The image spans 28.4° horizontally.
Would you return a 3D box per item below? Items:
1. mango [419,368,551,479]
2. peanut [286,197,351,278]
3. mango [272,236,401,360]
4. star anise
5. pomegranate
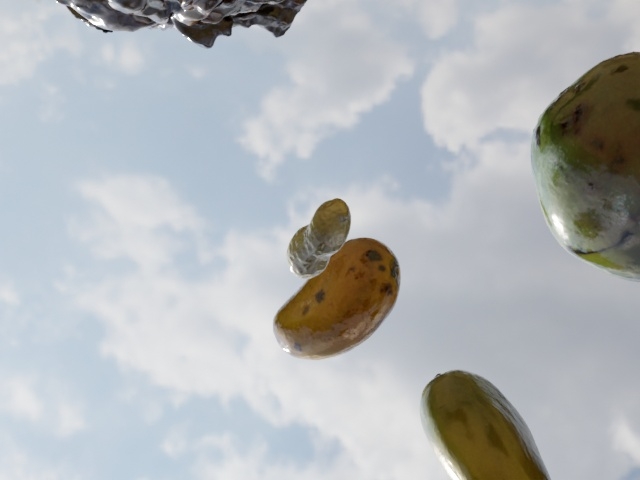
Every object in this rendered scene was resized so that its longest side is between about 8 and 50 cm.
[{"bbox_3d":[0.150,0.186,1.115,0.085,0.122,0.191,-34,-146,-1],"label":"mango"},{"bbox_3d":[0.000,0.000,0.974,0.037,0.083,0.037,23,-138,-22],"label":"peanut"},{"bbox_3d":[0.022,0.075,1.486,0.178,0.090,0.115,-45,-136,8],"label":"mango"},{"bbox_3d":[-0.110,-0.212,1.045,0.236,0.109,0.223,-7,174,1],"label":"star anise"},{"bbox_3d":[0.259,-0.060,0.972,0.179,0.179,0.210,15,-159,24],"label":"pomegranate"}]
